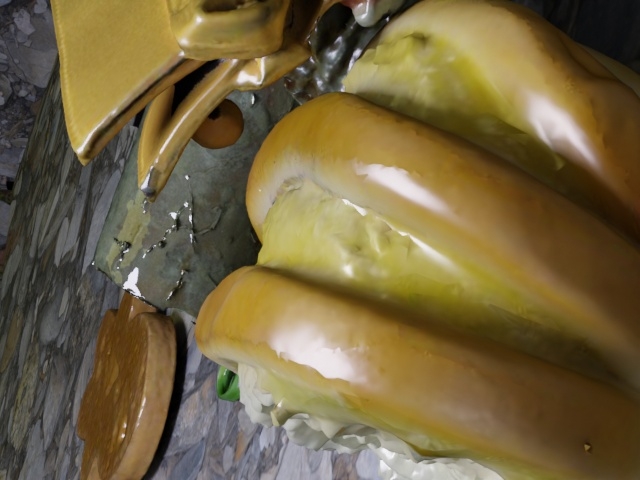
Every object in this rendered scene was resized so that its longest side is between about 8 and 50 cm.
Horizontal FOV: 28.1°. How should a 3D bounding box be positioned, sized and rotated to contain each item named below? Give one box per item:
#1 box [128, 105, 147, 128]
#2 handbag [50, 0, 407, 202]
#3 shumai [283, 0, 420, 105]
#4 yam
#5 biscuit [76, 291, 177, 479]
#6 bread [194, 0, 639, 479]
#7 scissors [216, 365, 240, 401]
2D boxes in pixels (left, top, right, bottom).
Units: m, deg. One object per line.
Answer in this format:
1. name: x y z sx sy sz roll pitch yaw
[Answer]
1. box: -0.157 -0.276 1.303 0.310 0.084 0.198 121 172 -57
2. handbag: 0.010 -0.214 0.761 0.401 0.133 0.283 -40 26 15
3. shumai: -0.010 -0.232 1.036 0.189 0.218 0.255 36 111 60
4. yam: -0.097 -0.076 1.203 0.304 0.168 0.168 -70 19 -4
5. biscuit: -0.239 0.187 1.601 0.355 0.052 0.275 177 106 -69
6. bread: 0.054 0.006 0.681 0.316 0.211 0.270 11 85 68
7. scissors: -0.056 0.106 1.188 0.204 0.027 0.101 176 107 -72
